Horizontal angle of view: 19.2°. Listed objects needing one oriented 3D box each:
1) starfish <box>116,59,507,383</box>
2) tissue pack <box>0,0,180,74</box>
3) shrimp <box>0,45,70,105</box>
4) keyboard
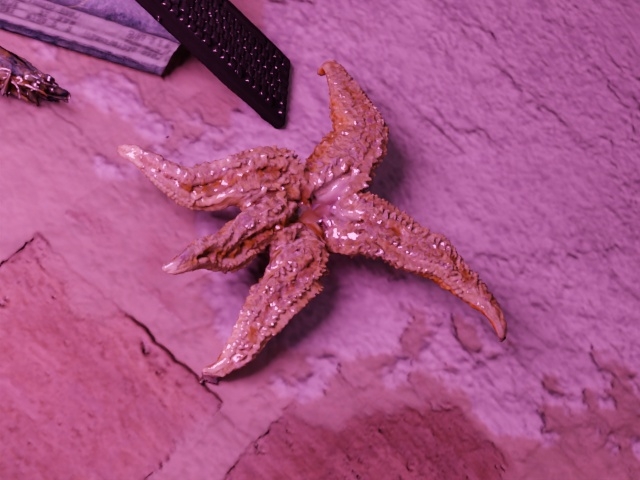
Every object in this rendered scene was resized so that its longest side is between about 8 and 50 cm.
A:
[{"bbox_3d":[-0.025,0.004,1.590,0.293,0.084,0.301,-21,77,-37],"label":"starfish"},{"bbox_3d":[-0.238,-0.267,1.642,0.257,0.081,0.185,16,53,-21],"label":"tissue pack"},{"bbox_3d":[-0.289,-0.134,1.565,0.161,0.034,0.091,23,63,-8],"label":"shrimp"},{"bbox_3d":[-0.100,-0.189,1.632,0.250,0.017,0.087,42,42,-44],"label":"keyboard"}]
